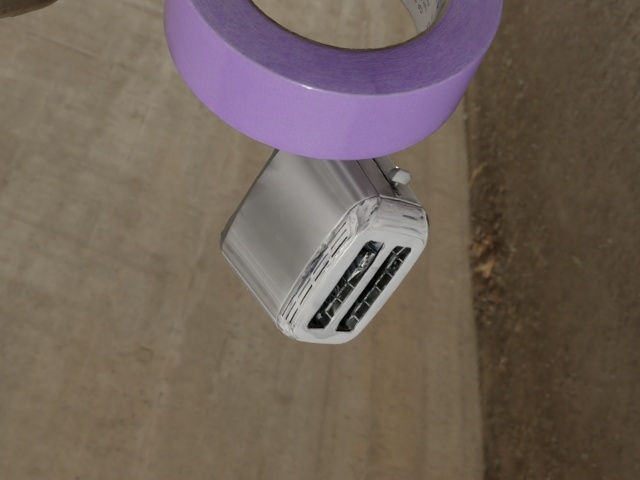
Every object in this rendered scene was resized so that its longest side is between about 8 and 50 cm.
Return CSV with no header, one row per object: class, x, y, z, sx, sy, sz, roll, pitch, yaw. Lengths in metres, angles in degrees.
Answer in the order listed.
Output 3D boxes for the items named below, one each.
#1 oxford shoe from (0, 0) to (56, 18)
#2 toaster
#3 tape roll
oxford shoe,-0.398,-0.302,0.979,0.146,0.397,0.140,-45,-45,-33
toaster,0.000,0.000,0.960,0.227,0.129,0.146,-54,50,21
tape roll,0.009,-0.204,0.820,0.090,0.275,0.275,111,174,-58
